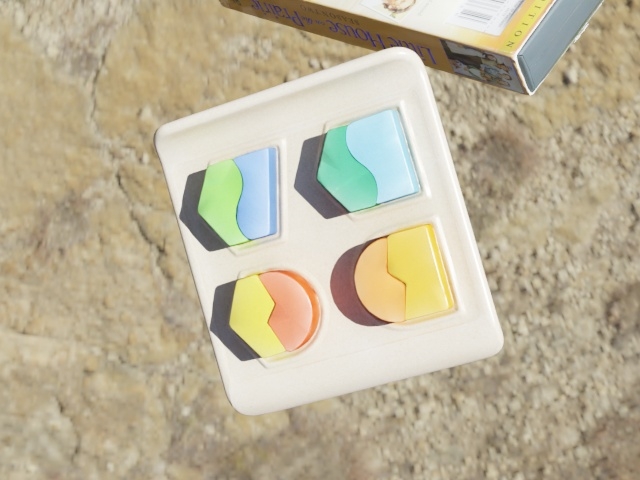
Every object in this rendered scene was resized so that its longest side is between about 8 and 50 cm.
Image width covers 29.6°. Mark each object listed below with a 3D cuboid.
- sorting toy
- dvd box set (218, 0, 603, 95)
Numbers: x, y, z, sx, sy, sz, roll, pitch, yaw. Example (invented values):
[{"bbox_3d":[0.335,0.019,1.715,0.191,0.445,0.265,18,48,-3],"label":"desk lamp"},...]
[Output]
[{"bbox_3d":[0.000,0.000,0.787,0.193,0.038,0.208,-16,93,17],"label":"sorting toy"},{"bbox_3d":[0.118,-0.322,1.235,0.307,0.420,0.062,-53,140,-17],"label":"dvd box set"}]
